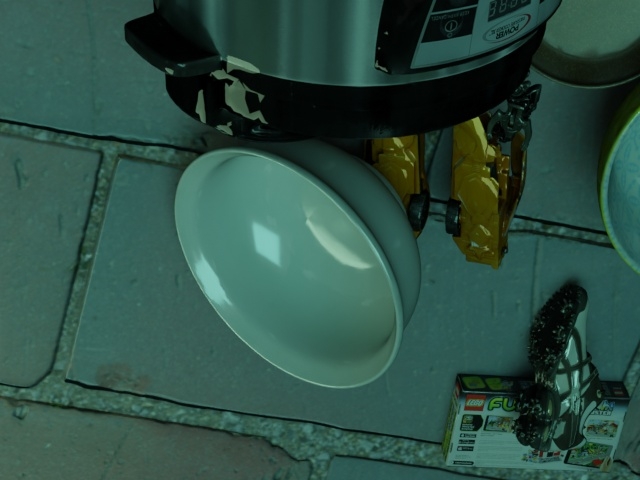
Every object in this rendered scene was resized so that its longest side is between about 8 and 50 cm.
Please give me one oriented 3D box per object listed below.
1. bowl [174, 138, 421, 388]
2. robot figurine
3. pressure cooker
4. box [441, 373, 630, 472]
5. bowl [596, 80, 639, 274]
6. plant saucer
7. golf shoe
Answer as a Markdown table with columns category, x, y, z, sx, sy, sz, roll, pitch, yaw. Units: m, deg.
| category | x | y | z | sx | sy | sz | roll | pitch | yaw |
| --- | --- | --- | --- | --- | --- | --- | --- | --- | --- |
| bowl | 0.000 | 0.000 | 1.864 | 0.298 | 0.134 | 0.297 | 27 | 138 | 28 |
| robot figurine | 0.126 | -0.114 | 1.858 | 0.211 | 0.085 | 0.291 | 8 | 122 | 15 |
| pressure cooker | 0.033 | -0.286 | 1.558 | 0.370 | 0.375 | 0.420 | 6 | 126 | 4 |
| box | 0.256 | 0.219 | 2.120 | 0.207 | 0.036 | 0.114 | 4 | 120 | -10 |
| bowl | 0.421 | -0.099 | 1.881 | 0.290 | 0.156 | 0.289 | -3 | 120 | -5 |
| plant saucer | 0.277 | -0.255 | 1.812 | 0.199 | 0.036 | 0.198 | 2 | 104 | 7 |
| golf shoe | 0.287 | 0.148 | 2.048 | 0.094 | 0.077 | 0.198 | 11 | 100 | -21 |
